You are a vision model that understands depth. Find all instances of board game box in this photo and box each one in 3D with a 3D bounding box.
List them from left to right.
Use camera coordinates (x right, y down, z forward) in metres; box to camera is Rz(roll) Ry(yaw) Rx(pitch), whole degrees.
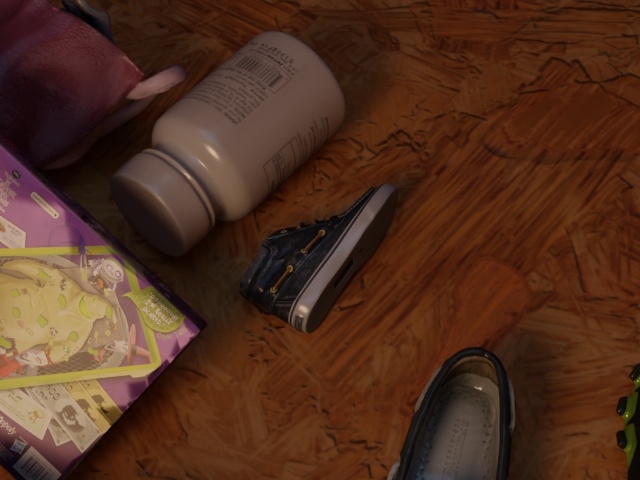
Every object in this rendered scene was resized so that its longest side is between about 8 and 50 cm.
[{"bbox_3d":[-0.293,0.032,1.143,0.347,0.056,0.208,43,99,1],"label":"board game box"}]

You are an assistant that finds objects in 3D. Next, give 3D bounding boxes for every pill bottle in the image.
[{"bbox_3d":[-0.092,-0.094,1.313,0.131,0.131,0.229,33,61,24],"label":"pill bottle"}]

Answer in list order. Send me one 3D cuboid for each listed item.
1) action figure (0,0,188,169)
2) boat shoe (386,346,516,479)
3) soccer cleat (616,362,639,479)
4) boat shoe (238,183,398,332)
[{"bbox_3d":[-0.340,-0.064,1.306,0.275,0.248,0.370,29,60,-20],"label":"action figure"},{"bbox_3d":[0.097,0.227,1.093,0.114,0.091,0.302,7,54,8],"label":"boat shoe"},{"bbox_3d":[0.319,0.191,1.131,0.121,0.093,0.289,32,51,-12],"label":"soccer cleat"},{"bbox_3d":[0.000,0.000,1.280,0.083,0.065,0.183,27,60,19],"label":"boat shoe"}]
